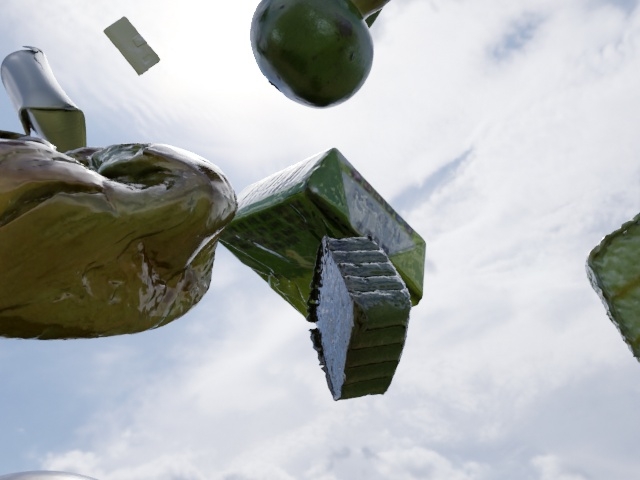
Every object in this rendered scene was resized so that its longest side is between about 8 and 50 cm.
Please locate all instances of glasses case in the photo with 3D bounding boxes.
[{"bbox_3d":[-0.442,-0.208,1.105,0.083,0.308,0.128,-18,-54,-22],"label":"glasses case"}]

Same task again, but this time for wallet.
[{"bbox_3d":[-0.276,-0.285,1.021,0.083,0.044,0.011,51,-20,-9],"label":"wallet"}]

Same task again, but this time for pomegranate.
[{"bbox_3d":[0.010,-0.299,0.984,0.225,0.187,0.187,-40,-48,4],"label":"pomegranate"}]

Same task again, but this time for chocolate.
[{"bbox_3d":[0.000,0.000,1.209,0.289,0.137,0.300,44,-34,-23],"label":"chocolate"}]

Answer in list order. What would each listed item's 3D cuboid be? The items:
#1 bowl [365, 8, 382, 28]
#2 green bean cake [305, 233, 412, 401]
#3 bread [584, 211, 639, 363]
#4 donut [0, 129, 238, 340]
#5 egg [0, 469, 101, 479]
[{"bbox_3d":[0.025,-0.503,1.190,0.146,0.289,0.289,10,-43,-20],"label":"bowl"},{"bbox_3d":[0.051,0.103,0.953,0.094,0.181,0.173,-2,-56,-18],"label":"green bean cake"},{"bbox_3d":[0.247,0.057,0.453,0.103,0.156,0.110,-34,-20,7],"label":"bread"},{"bbox_3d":[-0.261,-0.022,0.654,0.360,0.360,0.170,7,-80,-14],"label":"donut"},{"bbox_3d":[-0.279,0.370,0.585,0.301,0.374,0.301,10,-62,19],"label":"egg"}]
